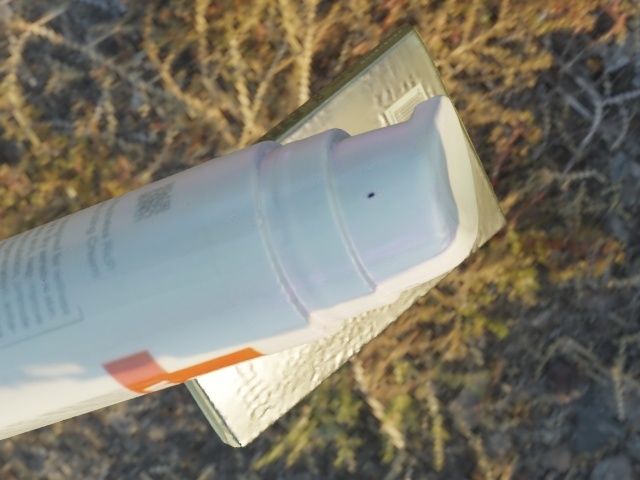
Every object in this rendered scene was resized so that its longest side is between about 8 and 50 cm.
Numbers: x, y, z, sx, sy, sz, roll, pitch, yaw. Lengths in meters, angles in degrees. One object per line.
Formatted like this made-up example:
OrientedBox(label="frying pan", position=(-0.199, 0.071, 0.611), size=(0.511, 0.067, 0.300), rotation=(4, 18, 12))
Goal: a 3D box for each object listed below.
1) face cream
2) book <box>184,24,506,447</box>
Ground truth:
OrientedBox(label="face cream", position=(-0.085, 0.025, 0.794), size=(0.345, 0.102, 0.102), rotation=(-18, 107, 20))
OrientedBox(label="book", position=(0.000, 0.000, 0.952), size=(0.024, 0.228, 0.160), rotation=(31, 155, 51))
